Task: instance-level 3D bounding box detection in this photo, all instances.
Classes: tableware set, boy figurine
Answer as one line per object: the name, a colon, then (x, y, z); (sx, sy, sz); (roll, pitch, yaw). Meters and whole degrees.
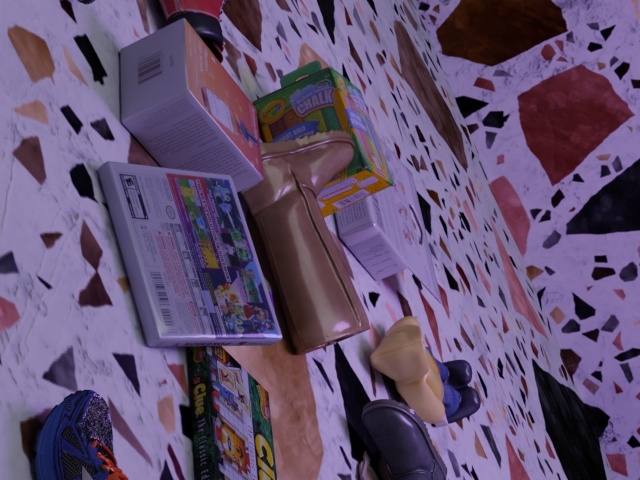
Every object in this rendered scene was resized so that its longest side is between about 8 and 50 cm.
tableware set: (0.098, 0.347, 1.903); (0.168, 0.020, 0.141); (65, 16, -1)
boy figurine: (0.151, 0.186, 2.174); (0.285, 0.092, 0.177); (44, 29, -59)

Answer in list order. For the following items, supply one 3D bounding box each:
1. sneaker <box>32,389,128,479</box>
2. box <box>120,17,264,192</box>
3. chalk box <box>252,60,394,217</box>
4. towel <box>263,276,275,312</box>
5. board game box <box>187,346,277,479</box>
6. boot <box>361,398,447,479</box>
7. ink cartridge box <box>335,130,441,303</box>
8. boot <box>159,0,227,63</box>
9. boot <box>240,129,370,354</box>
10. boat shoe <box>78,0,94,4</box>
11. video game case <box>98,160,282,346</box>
sneaker: (-0.166, 0.215, 1.140); (0.083, 0.087, 0.221); (44, 27, -53)
box: (-0.149, -0.146, 1.690); (0.170, 0.091, 0.130); (50, 23, -43)
chalk box: (-0.003, -0.160, 2.100); (0.132, 0.132, 0.213); (24, 44, -67)
towel: (-0.074, 0.070, 1.770); (0.060, 0.009, 0.083); (50, 22, -41)
board game box: (-0.085, 0.229, 1.480); (0.136, 0.030, 0.259); (53, 21, -45)
boot: (0.109, 0.327, 1.842); (0.189, 0.076, 0.208); (49, 31, -25)
ink cartridge box: (0.093, -0.061, 2.377); (0.261, 0.066, 0.296); (48, 24, -47)
boot: (-0.148, -0.310, 1.942); (0.244, 0.088, 0.176); (-8, 75, -65)
boot: (0.000, 0.000, 1.904); (0.236, 0.089, 0.269); (-15, 78, -45)
boat shoe: (-0.256, -0.313, 1.649); (0.049, 0.056, 0.152); (46, 25, -38)
video game case: (-0.135, 0.016, 1.526); (0.183, 0.023, 0.201); (4, 61, -49)
